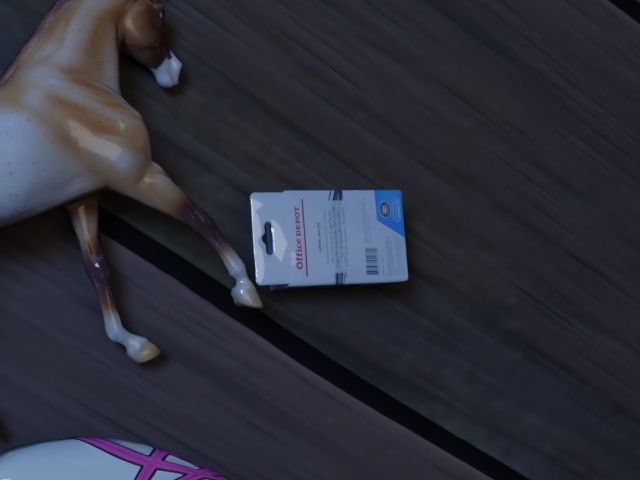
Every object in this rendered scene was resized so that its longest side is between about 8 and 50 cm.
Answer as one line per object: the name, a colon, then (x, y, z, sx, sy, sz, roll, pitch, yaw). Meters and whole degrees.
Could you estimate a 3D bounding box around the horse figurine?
horse figurine: (-0.145, -0.005, 0.556, 0.263, 0.066, 0.174, -28, 100, -28)

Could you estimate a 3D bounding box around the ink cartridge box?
ink cartridge box: (0.000, 0.000, 0.639, 0.083, 0.028, 0.048, -1, 82, -25)

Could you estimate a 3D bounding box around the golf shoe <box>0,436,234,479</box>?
golf shoe: (-0.061, 0.129, 0.562, 0.186, 0.086, 0.067, 17, 77, -20)
